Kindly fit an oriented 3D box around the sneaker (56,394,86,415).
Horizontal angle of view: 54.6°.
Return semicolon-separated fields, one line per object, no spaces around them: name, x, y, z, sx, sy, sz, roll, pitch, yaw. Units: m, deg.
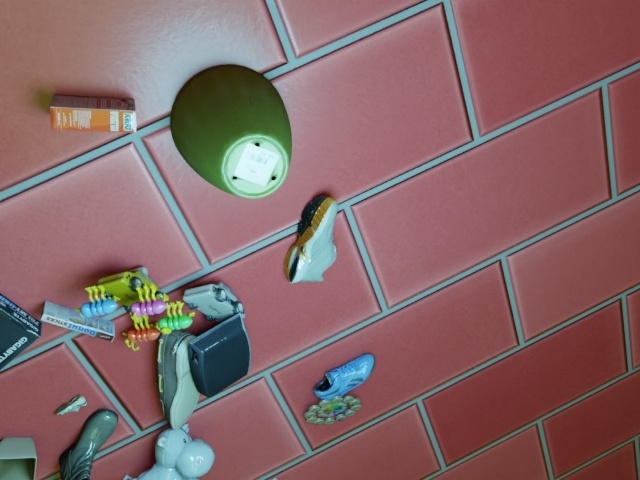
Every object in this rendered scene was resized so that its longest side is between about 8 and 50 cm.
sneaker;-0.669;0.451;1.668;0.083;0.032;0.037;-30;122;-1

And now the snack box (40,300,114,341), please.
snack box;-0.600;0.201;1.540;0.178;0.064;0.022;25;105;-28

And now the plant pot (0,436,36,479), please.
plant pot;-0.814;0.585;1.650;0.109;0.096;0.109;6;114;-23

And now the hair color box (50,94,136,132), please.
hair color box;-0.479;-0.268;1.317;0.167;0.093;0.053;-2;118;-18

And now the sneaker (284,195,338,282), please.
sneaker;0.000;0.000;1.636;0.121;0.099;0.262;8;122;-31

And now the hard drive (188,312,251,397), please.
hard drive;-0.261;0.316;1.655;0.172;0.054;0.255;-29;145;-27

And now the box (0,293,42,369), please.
box;-0.875;0.218;1.452;0.295;0.073;0.293;-38;121;4

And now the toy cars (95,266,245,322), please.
toy cars;-0.365;0.128;1.567;0.393;0.087;0.176;11;148;-26

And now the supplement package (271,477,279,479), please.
supplement package;-0.125;0.889;2.046;0.105;0.105;0.179;-39;122;4

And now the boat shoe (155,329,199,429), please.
boat shoe;-0.394;0.375;1.686;0.116;0.097;0.324;-40;148;-51

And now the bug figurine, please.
bug figurine;-0.436;0.186;1.496;0.216;0.072;0.279;-13;150;14

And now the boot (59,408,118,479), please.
boot;-0.628;0.592;1.680;0.083;0.161;0.246;33;102;-31

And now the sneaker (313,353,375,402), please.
sneaker;0.072;0.410;1.877;0.209;0.069;0.082;-38;133;5

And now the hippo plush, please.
hippo plush;-0.414;0.654;1.798;0.294;0.234;0.236;21;91;16

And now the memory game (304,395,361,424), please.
memory game;0.038;0.530;1.927;0.186;0.012;0.186;-11;142;-9

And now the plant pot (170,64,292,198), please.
plant pot;-0.172;-0.210;1.336;0.275;0.293;0.275;-8;119;-15
